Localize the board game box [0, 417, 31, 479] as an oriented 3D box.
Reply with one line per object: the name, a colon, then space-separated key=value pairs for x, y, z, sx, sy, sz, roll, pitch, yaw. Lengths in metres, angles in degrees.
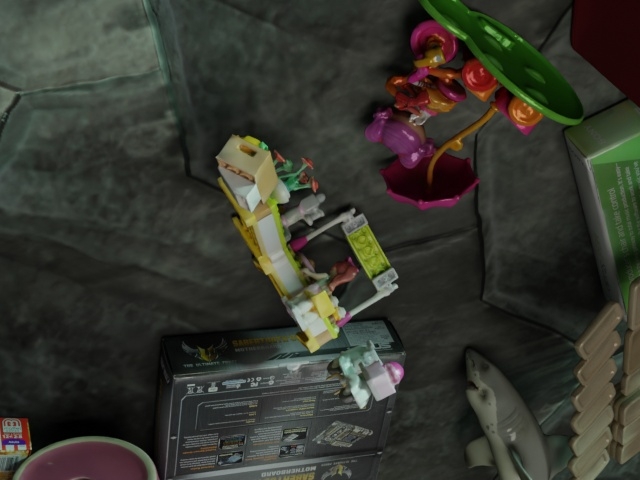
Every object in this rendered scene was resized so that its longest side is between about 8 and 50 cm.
board game box: x=-0.361 y=0.249 z=1.011 sx=0.147 sy=0.045 sz=0.193 roll=6 pitch=122 yaw=-25

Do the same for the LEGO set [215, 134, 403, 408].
LEGO set: x=0.000 y=0.000 z=0.923 sx=0.107 sy=0.132 sz=0.287 roll=-31 pitch=123 yaw=-8

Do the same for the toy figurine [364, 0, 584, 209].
toy figurine: x=0.100 y=-0.101 z=0.901 sx=0.173 sy=0.130 sz=0.159 roll=34 pitch=119 yaw=-13

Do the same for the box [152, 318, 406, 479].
box: x=-0.044 y=0.171 z=1.066 sx=0.231 sy=0.056 sz=0.183 roll=-4 pitch=127 yaw=-18

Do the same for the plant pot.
plant pot: x=-0.210 y=0.289 z=0.991 sx=0.201 sy=0.201 sz=0.180 roll=-6 pitch=118 yaw=-17

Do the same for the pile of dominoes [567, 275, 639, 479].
pile of dominoes: x=0.307 y=0.123 z=1.093 sx=0.196 sy=0.040 sz=0.251 roll=-29 pitch=131 yaw=-26

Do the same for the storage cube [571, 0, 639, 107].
storage cube: x=0.327 y=-0.206 z=0.843 sx=0.184 sy=0.193 sz=0.215 roll=-13 pitch=127 yaw=-11

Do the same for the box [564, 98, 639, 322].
box: x=0.409 y=-0.078 z=1.057 sx=0.322 sy=0.058 sz=0.232 roll=-27 pitch=130 yaw=-2

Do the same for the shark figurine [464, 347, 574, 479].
shark figurine: x=0.227 y=0.251 z=1.166 sx=0.116 sy=0.166 sz=0.278 roll=-22 pitch=131 yaw=-17
